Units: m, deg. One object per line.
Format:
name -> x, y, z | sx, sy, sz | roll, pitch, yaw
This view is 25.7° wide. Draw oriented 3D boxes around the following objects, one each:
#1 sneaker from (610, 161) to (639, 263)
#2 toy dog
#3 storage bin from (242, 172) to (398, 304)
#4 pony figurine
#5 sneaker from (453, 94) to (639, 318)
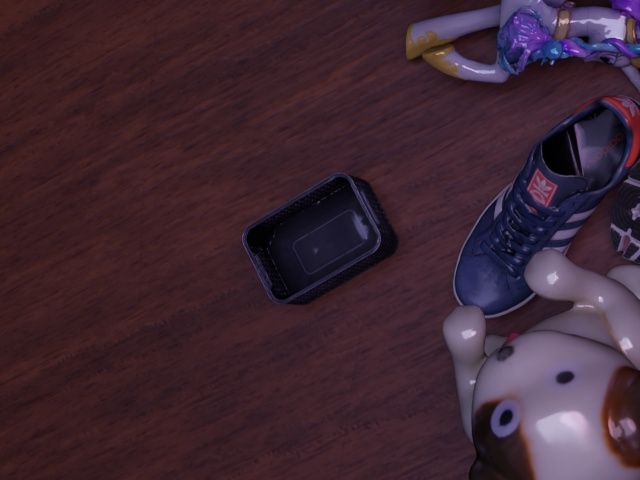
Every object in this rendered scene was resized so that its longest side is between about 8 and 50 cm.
sneaker -> 0.464, -0.091, 1.751 | 0.107, 0.118, 0.279 | 37, 115, 26
toy dog -> 0.291, 0.213, 1.635 | 0.284, 0.408, 0.395 | -22, 79, 18
storage bin -> 0.000, 0.000, 1.926 | 0.180, 0.084, 0.122 | -31, 77, 16
pony figurine -> 0.277, -0.351, 1.779 | 0.363, 0.303, 0.351 | 6, 121, 17
sneaker -> 0.282, -0.049, 1.793 | 0.131, 0.148, 0.350 | 39, 100, 18
